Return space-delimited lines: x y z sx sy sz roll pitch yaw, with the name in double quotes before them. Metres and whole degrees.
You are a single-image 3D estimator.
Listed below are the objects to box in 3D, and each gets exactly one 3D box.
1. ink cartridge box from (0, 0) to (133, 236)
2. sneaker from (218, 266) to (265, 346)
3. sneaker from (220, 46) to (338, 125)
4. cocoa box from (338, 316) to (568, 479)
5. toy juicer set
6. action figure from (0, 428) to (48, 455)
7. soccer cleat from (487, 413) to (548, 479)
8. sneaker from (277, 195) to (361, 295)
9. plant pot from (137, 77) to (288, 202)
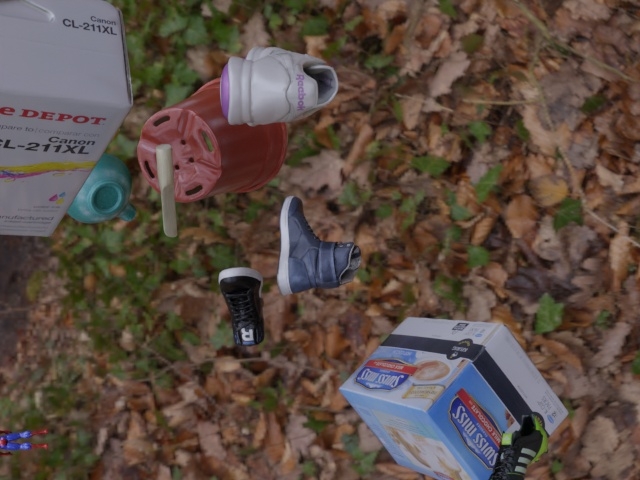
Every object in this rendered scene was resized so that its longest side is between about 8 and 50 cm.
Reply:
"ink cartridge box" -0.205 -0.073 0.552 0.175 0.127 0.072 -41 54 50
"sneaker" -0.139 0.135 1.720 0.079 0.217 0.121 -8 69 3
"sneaker" -0.047 -0.211 1.280 0.152 0.305 0.114 1 106 5
"cocoa box" 0.243 0.308 1.741 0.231 0.228 0.347 53 159 -15
"toy juicer set" -0.387 -0.124 1.620 0.089 0.328 0.209 35 112 48
"action figure" -0.461 0.297 1.334 0.030 0.115 0.038 143 125 -65
"soccer cleat" 0.285 0.332 1.366 0.060 0.179 0.072 -13 110 45
"sneaker" 0.000 0.002 1.814 0.163 0.086 0.226 -8 57 12
"plant pot" -0.247 -0.209 1.992 0.272 0.265 0.273 6 108 20
